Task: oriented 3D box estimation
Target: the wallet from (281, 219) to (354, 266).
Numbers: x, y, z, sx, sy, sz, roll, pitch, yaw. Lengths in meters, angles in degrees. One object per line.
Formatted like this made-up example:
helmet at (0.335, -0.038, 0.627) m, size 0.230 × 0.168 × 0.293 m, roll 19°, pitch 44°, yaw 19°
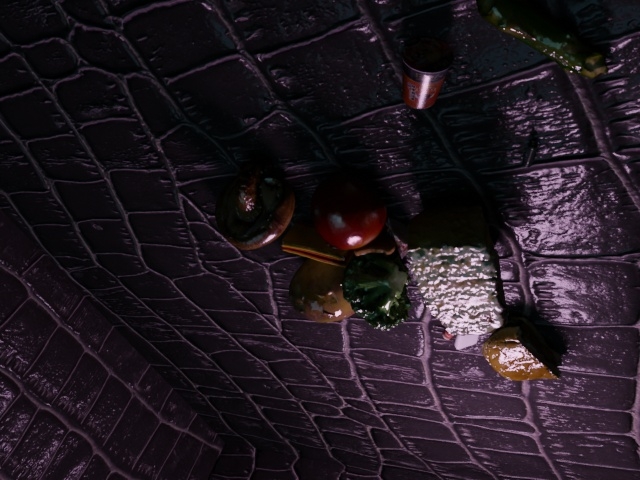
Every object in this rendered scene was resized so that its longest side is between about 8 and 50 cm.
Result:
wallet at (0.000, 0.000, 1.937) m, size 0.241 × 0.141 × 0.067 m, roll 14°, pitch 136°, yaw 21°

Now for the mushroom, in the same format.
mushroom at (-0.210, -0.122, 1.877) m, size 0.263 × 0.195 × 0.284 m, roll 16°, pitch 113°, yaw 21°

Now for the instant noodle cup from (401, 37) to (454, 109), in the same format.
instant noodle cup at (0.248, -0.396, 1.381) m, size 0.127 × 0.127 × 0.136 m, roll 18°, pitch 149°, yaw 11°

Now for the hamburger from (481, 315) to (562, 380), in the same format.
hamburger at (0.687, 0.394, 2.004) m, size 0.309 × 0.133 × 0.211 m, roll 42°, pitch 137°, yaw -21°

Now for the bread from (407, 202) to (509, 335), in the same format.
bread at (0.418, 0.067, 1.703) m, size 0.239 × 0.264 × 0.395 m, roll -12°, pitch 129°, yaw 23°

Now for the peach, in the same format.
peach at (0.084, -0.089, 1.749) m, size 0.243 × 0.200 × 0.244 m, roll 9°, pitch 131°, yaw 11°

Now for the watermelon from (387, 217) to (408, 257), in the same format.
watermelon at (0.261, 0.001, 1.845) m, size 0.081 × 0.094 × 0.180 m, roll 1°, pitch 153°, yaw 24°

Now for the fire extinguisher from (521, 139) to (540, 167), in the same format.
fire extinguisher at (0.543, -0.228, 1.469) m, size 0.037 × 0.025 × 0.083 m, roll -14°, pitch 139°, yaw -10°

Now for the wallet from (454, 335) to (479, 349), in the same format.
wallet at (0.537, 0.328, 2.060) m, size 0.095 × 0.033 × 0.190 m, roll -18°, pitch 141°, yaw -12°

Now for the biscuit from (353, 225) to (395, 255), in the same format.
biscuit at (0.147, -0.009, 1.848) m, size 0.250 × 0.162 × 0.035 m, roll 33°, pitch 140°, yaw 45°

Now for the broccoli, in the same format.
broccoli at (0.201, 0.145, 1.889) m, size 0.245 × 0.264 × 0.295 m, roll 176°, pitch 84°, yaw -70°

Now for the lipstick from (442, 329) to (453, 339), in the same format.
lipstick at (0.493, 0.322, 2.105) m, size 0.038 × 0.038 × 0.131 m, roll 26°, pitch 141°, yaw 1°

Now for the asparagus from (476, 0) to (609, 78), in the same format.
asparagus at (0.477, -0.440, 1.223) m, size 0.342 × 0.085 × 0.082 m, roll 33°, pitch 117°, yaw -4°

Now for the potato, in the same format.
potato at (0.037, 0.190, 2.058) m, size 0.288 × 0.237 × 0.301 m, roll 2°, pitch 135°, yaw 27°
